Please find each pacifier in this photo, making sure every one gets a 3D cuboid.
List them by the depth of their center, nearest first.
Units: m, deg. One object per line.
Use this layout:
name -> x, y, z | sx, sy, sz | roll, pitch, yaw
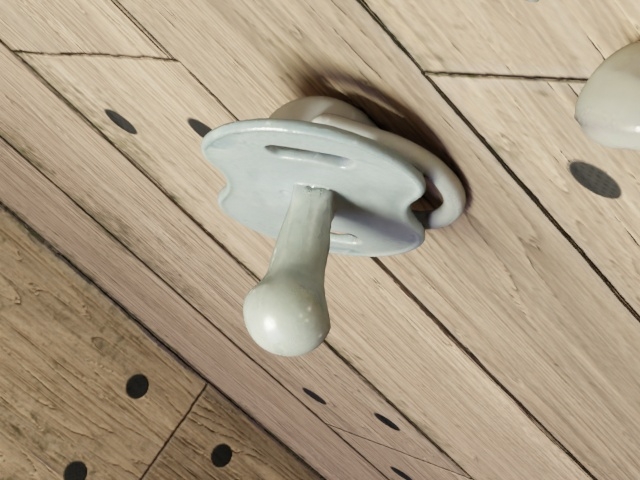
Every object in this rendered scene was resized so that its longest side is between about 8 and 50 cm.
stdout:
pacifier -> 0.000, 0.000, 1.400 | 0.238, 0.226, 0.287 | 14, 163, 5

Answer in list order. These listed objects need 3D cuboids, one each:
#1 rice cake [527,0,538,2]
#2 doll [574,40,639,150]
rice cake -> -0.003, -0.262, 0.897 | 0.365, 0.073, 0.056 | 35, 167, -2
doll -> 0.290, -0.043, 0.800 | 0.376, 0.187, 0.365 | 17, 170, 18
